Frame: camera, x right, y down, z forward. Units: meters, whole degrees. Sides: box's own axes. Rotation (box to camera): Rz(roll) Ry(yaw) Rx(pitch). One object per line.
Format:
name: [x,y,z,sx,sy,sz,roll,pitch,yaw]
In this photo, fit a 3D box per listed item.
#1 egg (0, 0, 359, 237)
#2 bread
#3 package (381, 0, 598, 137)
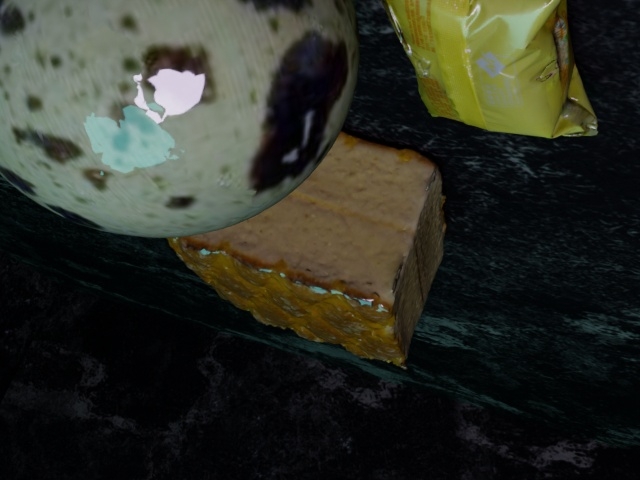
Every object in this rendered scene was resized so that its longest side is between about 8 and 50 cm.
egg: [-0.142,-0.146,0.678,0.379,0.288,0.287,7,157,37]
bread: [0.000,0.000,1.078,0.279,0.207,0.279,16,163,18]
package: [0.124,-0.153,0.663,0.168,0.090,0.226,17,160,27]
